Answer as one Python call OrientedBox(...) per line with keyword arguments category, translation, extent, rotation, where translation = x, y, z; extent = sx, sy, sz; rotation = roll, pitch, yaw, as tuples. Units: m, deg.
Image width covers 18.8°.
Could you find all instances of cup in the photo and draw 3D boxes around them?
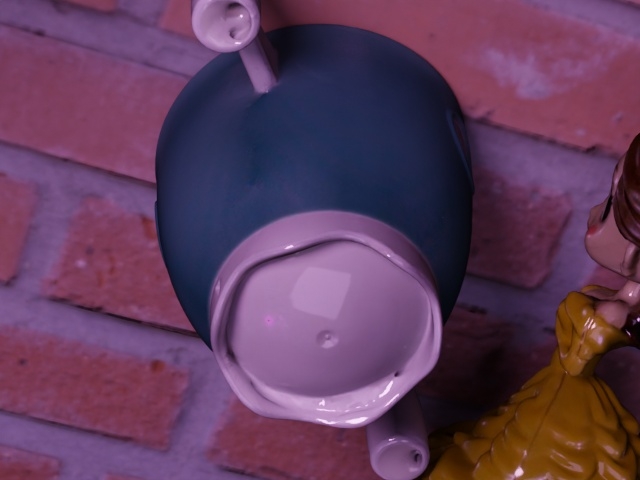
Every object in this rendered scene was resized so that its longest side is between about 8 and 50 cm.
OrientedBox(category="cup", translation=(0.000, 0.000, 0.954), extent=(0.167, 0.173, 0.299), rotation=(-18, 121, 7))

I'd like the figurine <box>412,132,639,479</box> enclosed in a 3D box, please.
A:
OrientedBox(category="figurine", translation=(0.152, 0.066, 1.027), extent=(0.187, 0.168, 0.315), rotation=(5, 116, -39))
